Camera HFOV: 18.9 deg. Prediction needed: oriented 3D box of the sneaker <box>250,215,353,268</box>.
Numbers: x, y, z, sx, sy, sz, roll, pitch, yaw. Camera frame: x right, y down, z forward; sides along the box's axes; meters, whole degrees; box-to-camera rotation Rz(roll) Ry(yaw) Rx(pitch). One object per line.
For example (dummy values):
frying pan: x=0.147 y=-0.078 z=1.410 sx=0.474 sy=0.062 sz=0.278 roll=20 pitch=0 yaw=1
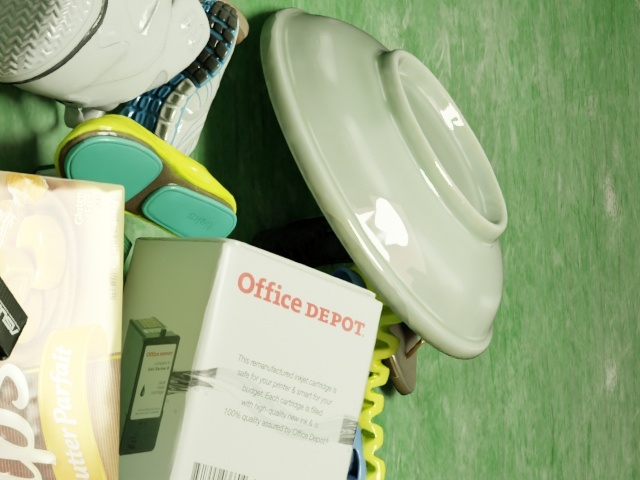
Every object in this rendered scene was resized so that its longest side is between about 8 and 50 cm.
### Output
sneaker: x=0.000 y=0.003 z=1.921 sx=0.170 sy=0.089 sz=0.051 roll=-31 pitch=115 yaw=-59

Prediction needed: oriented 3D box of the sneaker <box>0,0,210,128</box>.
sneaker: x=-0.161 y=-0.265 z=1.549 sx=0.365 sy=0.137 sz=0.210 roll=-66 pitch=157 yaw=-11

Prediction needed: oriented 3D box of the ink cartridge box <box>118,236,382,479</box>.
ink cartridge box: x=-0.079 y=0.160 z=1.641 sx=0.211 sy=0.121 sz=0.289 roll=23 pitch=75 yaw=-44

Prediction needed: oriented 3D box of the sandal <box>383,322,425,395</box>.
sandal: x=0.111 y=0.066 z=2.149 sx=0.090 sy=0.060 sz=0.219 roll=51 pitch=44 yaw=-47

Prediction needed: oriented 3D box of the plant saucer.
plant saucer: x=0.091 y=-0.077 z=1.918 sx=0.400 sy=0.100 sz=0.400 roll=51 pitch=19 yaw=-25

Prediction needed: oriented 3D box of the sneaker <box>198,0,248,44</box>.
sneaker: x=-0.138 y=-0.203 z=1.732 sx=0.188 sy=0.066 sz=0.071 roll=30 pitch=78 yaw=-51

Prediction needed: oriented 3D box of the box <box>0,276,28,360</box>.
box: x=-0.311 y=0.007 z=1.237 sx=0.184 sy=0.191 sz=0.045 roll=61 pitch=36 yaw=-40

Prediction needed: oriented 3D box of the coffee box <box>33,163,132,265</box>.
coffee box: x=-0.221 y=0.039 z=1.557 sx=0.113 sy=0.040 sz=0.184 roll=57 pitch=40 yaw=-42

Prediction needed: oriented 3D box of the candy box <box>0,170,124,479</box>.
candy box: x=-0.242 y=0.109 z=1.406 sx=0.183 sy=0.087 sz=0.316 roll=7 pitch=81 yaw=-39

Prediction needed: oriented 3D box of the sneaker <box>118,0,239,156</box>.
sneaker: x=-0.127 y=-0.123 z=1.698 sx=0.190 sy=0.071 sz=0.083 roll=-60 pitch=159 yaw=-3

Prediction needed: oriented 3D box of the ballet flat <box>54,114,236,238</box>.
ballet flat: x=-0.152 y=-0.060 z=1.574 sx=0.231 sy=0.077 sz=0.077 roll=30 pitch=26 yaw=-55

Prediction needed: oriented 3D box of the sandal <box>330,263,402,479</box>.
sandal: x=-0.008 y=0.171 z=1.889 sx=0.138 sy=0.126 sz=0.317 roll=4 pitch=90 yaw=-26
